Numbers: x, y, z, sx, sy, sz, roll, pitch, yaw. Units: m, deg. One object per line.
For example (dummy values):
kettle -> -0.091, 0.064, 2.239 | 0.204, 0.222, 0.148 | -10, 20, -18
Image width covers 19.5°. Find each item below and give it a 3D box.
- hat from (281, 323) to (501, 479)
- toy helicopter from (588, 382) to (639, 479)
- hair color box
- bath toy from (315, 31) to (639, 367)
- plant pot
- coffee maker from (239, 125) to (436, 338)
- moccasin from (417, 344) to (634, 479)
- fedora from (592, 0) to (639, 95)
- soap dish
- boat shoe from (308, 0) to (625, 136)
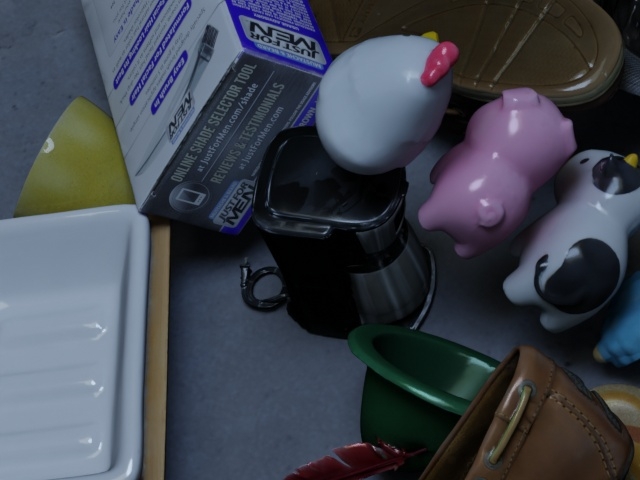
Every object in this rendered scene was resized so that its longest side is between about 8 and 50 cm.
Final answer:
hat -> 0.067, 0.180, 1.488 | 0.208, 0.173, 0.183 | 25, 103, 20
toy helicopter -> 0.312, 0.224, 1.346 | 0.235, 0.140, 0.355 | -33, 54, -9
hair color box -> -0.108, -0.189, 1.647 | 0.185, 0.110, 0.339 | -54, 36, 31
bath toy -> 0.158, -0.050, 1.441 | 0.129, 0.348, 0.151 | -37, 26, 42
plant pot -> -0.201, -0.048, 1.664 | 0.095, 0.134, 0.134 | 27, 66, 1
coffee maker -> 0.000, 0.000, 1.538 | 0.171, 0.178, 0.120 | -15, 55, 5
moccasin -> 0.056, 0.239, 1.343 | 0.380, 0.147, 0.139 | -48, 14, 12
fedora -> 0.334, -0.181, 1.598 | 0.244, 0.124, 0.275 | -30, 50, -7
soap dish -> -0.230, 0.119, 1.559 | 0.229, 0.118, 0.290 | -8, 57, 10
boat shoe -> 0.128, -0.153, 1.602 | 0.342, 0.123, 0.123 | 11, 65, 41
